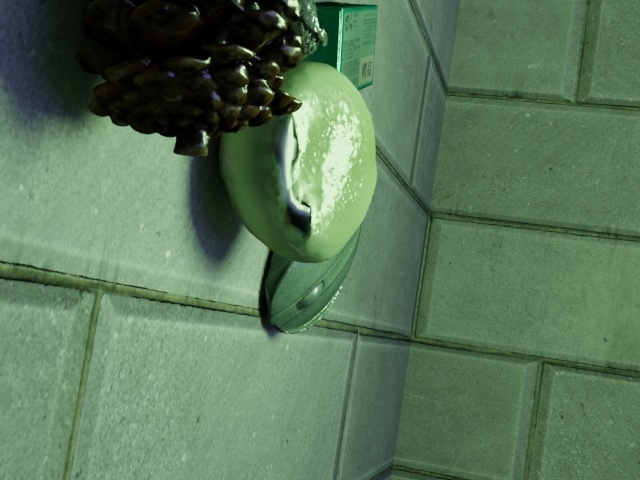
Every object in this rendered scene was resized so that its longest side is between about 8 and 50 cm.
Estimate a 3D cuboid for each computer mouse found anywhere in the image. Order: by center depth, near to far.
[{"bbox_3d":[0.003,-0.001,1.571,0.203,0.114,0.374,77,26,-54],"label":"computer mouse"}]

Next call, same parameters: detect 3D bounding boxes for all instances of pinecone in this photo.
[{"bbox_3d":[-0.120,-0.211,0.847,0.224,0.224,0.272,49,38,-70],"label":"pinecone"}]

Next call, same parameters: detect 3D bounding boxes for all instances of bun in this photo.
[{"bbox_3d":[-0.050,-0.114,1.254,0.283,0.179,0.283,-5,96,-54],"label":"bun"}]

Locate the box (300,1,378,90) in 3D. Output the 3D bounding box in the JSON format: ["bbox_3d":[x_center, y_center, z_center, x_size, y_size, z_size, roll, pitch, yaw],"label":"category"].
[{"bbox_3d":[0.026,-0.339,1.539,0.245,0.092,0.153,-39,135,-67],"label":"box"}]

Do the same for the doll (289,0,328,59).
[{"bbox_3d":[-0.034,-0.382,1.178,0.340,0.158,0.246,50,28,-66],"label":"doll"}]
